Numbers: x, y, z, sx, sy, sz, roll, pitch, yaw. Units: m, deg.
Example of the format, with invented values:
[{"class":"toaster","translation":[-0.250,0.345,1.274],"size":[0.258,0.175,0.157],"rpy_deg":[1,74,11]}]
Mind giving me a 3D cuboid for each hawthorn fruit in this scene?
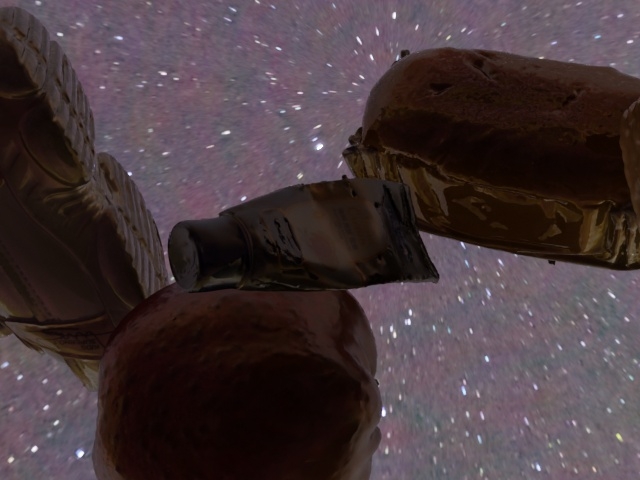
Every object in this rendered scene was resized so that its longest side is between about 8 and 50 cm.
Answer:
[{"class":"hawthorn fruit","translation":[-0.050,0.102,0.608],"size":[0.189,0.189,0.189],"rpy_deg":[1,-82,4]}]

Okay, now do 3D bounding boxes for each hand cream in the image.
[{"class":"hand cream","translation":[0.000,0.000,0.508],"size":[0.039,0.163,0.062],"rpy_deg":[-38,-114,47]}]

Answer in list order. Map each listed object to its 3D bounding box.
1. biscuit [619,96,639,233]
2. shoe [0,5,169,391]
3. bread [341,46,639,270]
[{"class":"biscuit","translation":[0.206,-0.021,0.492],"size":[0.030,0.250,0.160],"rpy_deg":[-10,-99,0]},{"class":"shoe","translation":[-0.250,-0.003,0.826],"size":[0.198,0.172,0.351],"rpy_deg":[-20,-65,2]},{"class":"bread","translation":[0.150,-0.069,0.742],"size":[0.241,0.107,0.136],"rpy_deg":[14,-124,21]}]
